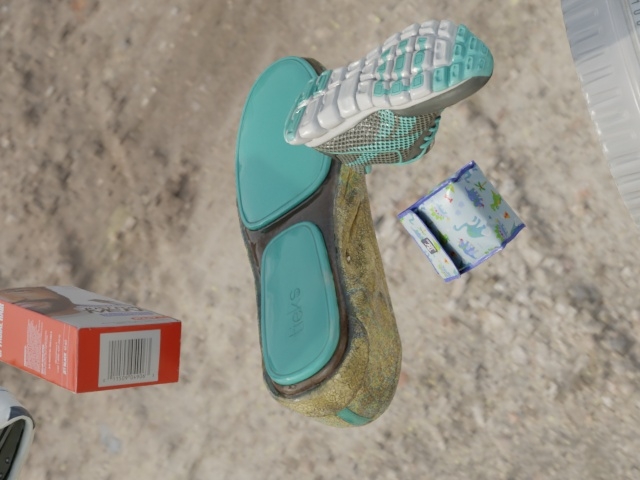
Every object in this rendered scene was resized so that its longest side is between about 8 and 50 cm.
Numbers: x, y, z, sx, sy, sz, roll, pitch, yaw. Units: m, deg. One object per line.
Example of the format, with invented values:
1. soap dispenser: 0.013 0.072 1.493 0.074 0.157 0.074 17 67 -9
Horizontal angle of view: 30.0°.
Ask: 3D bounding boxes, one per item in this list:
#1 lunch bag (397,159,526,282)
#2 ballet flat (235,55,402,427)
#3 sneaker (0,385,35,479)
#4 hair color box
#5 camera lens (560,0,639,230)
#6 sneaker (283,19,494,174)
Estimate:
1. lunch bag: 0.195 -0.020 1.737 0.096 0.129 0.151 -37 0 -45
2. ballet flat: 0.000 0.000 0.973 0.123 0.123 0.348 -32 44 26
3. sneaker: -0.381 0.277 1.247 0.091 0.094 0.258 16 83 50
4. hair color box: -0.194 0.074 0.939 0.167 0.093 0.053 9 98 48
5. camera lens: 0.318 -0.132 0.773 0.274 0.219 0.219 -18 50 22
6. sneaker: 0.054 -0.085 0.756 0.166 0.076 0.065 -14 50 49
